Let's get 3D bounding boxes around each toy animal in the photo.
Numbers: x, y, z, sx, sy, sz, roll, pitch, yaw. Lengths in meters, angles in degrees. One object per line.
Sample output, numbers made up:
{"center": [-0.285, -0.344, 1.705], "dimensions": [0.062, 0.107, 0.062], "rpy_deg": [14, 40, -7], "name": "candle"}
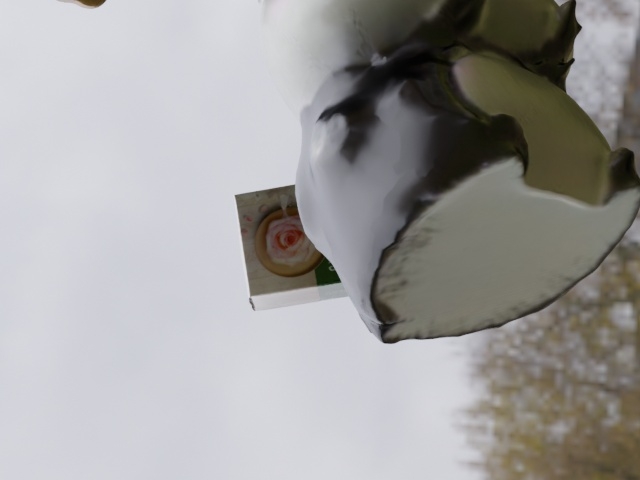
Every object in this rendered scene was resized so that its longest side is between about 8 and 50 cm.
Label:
{"center": [0.073, -0.106, 1.278], "dimensions": [0.251, 0.251, 0.310], "rpy_deg": [60, -172, -53], "name": "toy animal"}

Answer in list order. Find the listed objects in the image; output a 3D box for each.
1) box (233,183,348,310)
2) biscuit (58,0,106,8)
{"center": [0.000, 0.000, 2.115], "dimensions": [0.081, 0.199, 0.135], "rpy_deg": [72, -173, -72], "name": "box"}
{"center": [-0.172, -0.316, 1.627], "dimensions": [0.144, 0.236, 0.040], "rpy_deg": [62, 166, -12], "name": "biscuit"}
